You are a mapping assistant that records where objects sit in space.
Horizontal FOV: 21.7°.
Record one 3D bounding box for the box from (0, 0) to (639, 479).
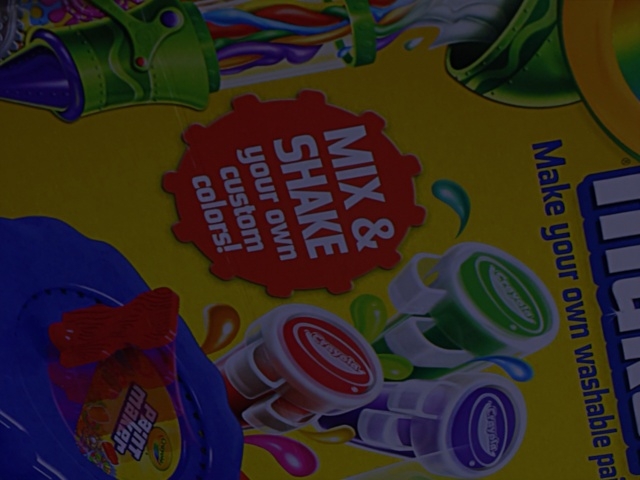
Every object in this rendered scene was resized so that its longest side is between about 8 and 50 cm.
[{"bbox_3d":[0.000,0.000,0.496,0.279,0.177,0.290,-10,128,11],"label":"box"}]
